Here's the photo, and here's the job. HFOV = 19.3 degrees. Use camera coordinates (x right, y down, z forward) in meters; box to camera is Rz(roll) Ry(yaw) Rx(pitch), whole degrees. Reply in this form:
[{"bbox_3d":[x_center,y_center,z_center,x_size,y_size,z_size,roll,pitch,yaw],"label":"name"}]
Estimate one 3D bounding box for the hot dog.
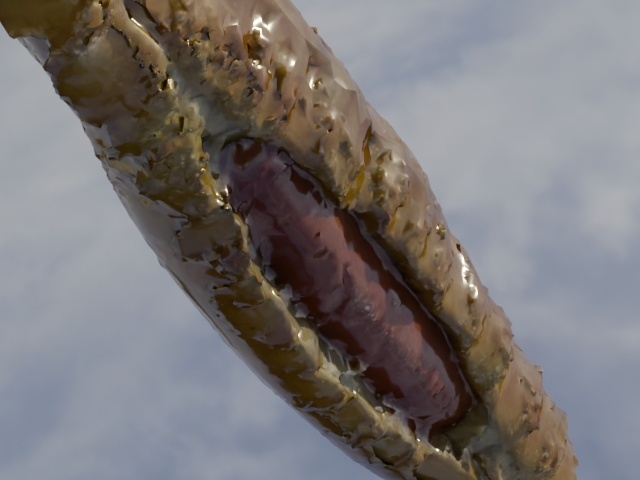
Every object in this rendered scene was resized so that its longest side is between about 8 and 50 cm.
[{"bbox_3d":[0.000,-0.001,0.508,0.068,0.289,0.083,-37,-133,4],"label":"hot dog"}]
